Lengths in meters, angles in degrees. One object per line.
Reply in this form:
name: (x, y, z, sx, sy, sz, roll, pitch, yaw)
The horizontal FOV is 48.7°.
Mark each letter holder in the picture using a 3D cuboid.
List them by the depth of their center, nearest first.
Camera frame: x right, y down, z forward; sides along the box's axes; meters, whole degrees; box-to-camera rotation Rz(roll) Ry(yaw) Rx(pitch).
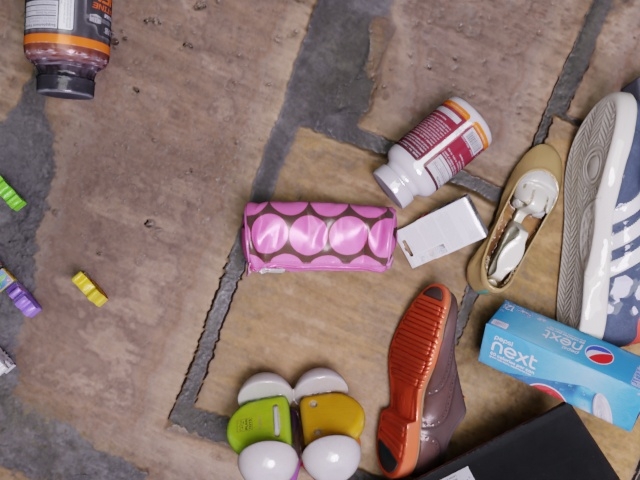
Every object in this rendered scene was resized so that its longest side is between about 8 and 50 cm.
letter holder: (0.233, 0.376, 0.967, 0.302, 0.214, 0.152, -25, 63, -5)

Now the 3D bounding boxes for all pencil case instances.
pencil case: (0.000, 0.000, 0.944, 0.209, 0.095, 0.098, -1, 62, -4)

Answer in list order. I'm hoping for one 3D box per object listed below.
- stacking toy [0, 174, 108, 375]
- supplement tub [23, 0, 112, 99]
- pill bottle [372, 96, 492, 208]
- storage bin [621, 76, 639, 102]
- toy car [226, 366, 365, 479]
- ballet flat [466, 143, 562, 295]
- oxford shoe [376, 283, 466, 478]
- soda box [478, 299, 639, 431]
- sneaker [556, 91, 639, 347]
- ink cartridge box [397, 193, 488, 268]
stacking toy: (-0.415, 0.046, 0.924, 0.167, 0.052, 0.221, -40, 95, -9)
supplement tub: (-0.318, -0.281, 0.894, 0.106, 0.106, 0.197, 3, 94, -5)
pill bottle: (0.147, -0.115, 0.951, 0.152, 0.086, 0.086, -40, 95, -2)
storage bin: (0.488, -0.185, 0.978, 0.135, 0.098, 0.091, -9, 83, -4)
toy car: (-0.032, 0.265, 0.942, 0.182, 0.159, 0.136, -4, 130, -5)
ballet flat: (0.280, -0.026, 0.974, 0.080, 0.073, 0.232, 25, 90, -6)
oxford shoe: (0.153, 0.194, 0.978, 0.098, 0.097, 0.271, 10, 97, -25)
soda box: (0.321, 0.161, 0.928, 0.210, 0.067, 0.071, 24, 129, 28)
sneaker: (0.421, -0.022, 0.963, 0.148, 0.131, 0.350, 2, 103, -3)
ink cartridge box: (0.166, -0.012, 0.981, 0.115, 0.029, 0.063, -26, 96, 25)
